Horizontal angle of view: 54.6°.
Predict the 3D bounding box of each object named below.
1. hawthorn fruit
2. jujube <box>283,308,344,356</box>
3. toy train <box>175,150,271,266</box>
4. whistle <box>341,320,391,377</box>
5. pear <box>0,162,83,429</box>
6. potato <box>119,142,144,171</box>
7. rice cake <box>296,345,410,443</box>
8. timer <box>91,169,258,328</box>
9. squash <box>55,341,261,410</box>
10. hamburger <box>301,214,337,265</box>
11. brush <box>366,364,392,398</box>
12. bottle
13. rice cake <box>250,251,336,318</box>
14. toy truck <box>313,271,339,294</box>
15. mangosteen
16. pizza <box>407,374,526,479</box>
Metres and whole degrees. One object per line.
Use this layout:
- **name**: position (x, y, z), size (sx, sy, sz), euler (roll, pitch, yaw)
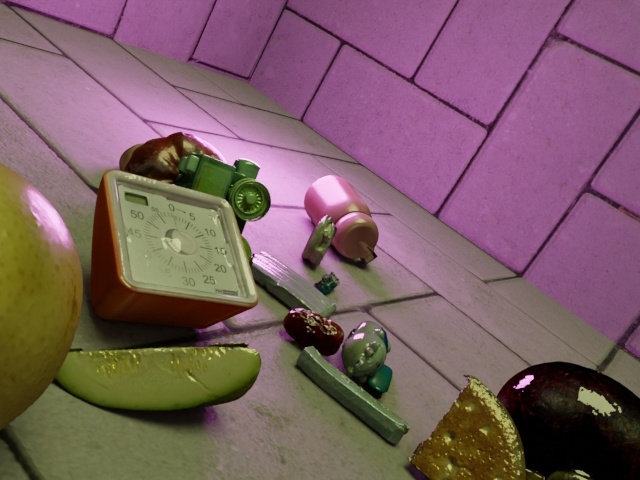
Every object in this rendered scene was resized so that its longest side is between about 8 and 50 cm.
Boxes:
- **hawthorn fruit**: position (-0.346, -0.133, 1.445), size (0.242, 0.241, 0.272), euler (20, -7, -27)
- **jujube**: position (-0.016, 0.188, 1.273), size (0.129, 0.077, 0.077), euler (26, 18, 3)
- **toy train**: position (-0.224, -0.051, 1.284), size (0.188, 0.271, 0.159), euler (21, 0, -25)
- **whistle**: position (0.096, 0.225, 1.297), size (0.092, 0.110, 0.244), euler (41, 10, 3)
- **pear**: position (-0.415, 0.059, 0.609), size (0.349, 0.348, 0.348), euler (27, 19, -10)
- **potato**: position (-0.454, -0.198, 1.591), size (0.112, 0.112, 0.147), euler (23, 12, -20)
- **rice cake**: position (0.058, 0.289, 1.164), size (0.245, 0.045, 0.042), euler (35, 16, 17)
- **timer**: position (-0.262, 0.014, 1.083), size (0.258, 0.161, 0.249), euler (13, 58, -40)
- **squash**: position (-0.233, 0.194, 0.875), size (0.170, 0.093, 0.252), euler (-14, -17, 41)
- **hamburger**: position (0.000, 0.000, 1.697), size (0.063, 0.140, 0.133), euler (29, -15, -2)
- **brush**: position (0.123, 0.292, 1.291), size (0.043, 0.032, 0.193), euler (28, 6, 9)
- **bottle**: position (0.079, -0.058, 1.936), size (0.206, 0.173, 0.296), euler (59, -2, -37)
- **rice cake**: position (-0.073, 0.109, 1.446), size (0.237, 0.043, 0.127), euler (35, 20, 16)
- **toy truck**: position (0.019, 0.111, 1.589), size (0.044, 0.039, 0.083), euler (51, 24, 10)
- **mangosteen**: position (0.468, 0.388, 1.165), size (0.330, 0.330, 0.330), euler (27, 19, -10)
- **pizza**: position (0.253, 0.382, 1.079), size (0.058, 0.197, 0.292), euler (65, 16, -59)
